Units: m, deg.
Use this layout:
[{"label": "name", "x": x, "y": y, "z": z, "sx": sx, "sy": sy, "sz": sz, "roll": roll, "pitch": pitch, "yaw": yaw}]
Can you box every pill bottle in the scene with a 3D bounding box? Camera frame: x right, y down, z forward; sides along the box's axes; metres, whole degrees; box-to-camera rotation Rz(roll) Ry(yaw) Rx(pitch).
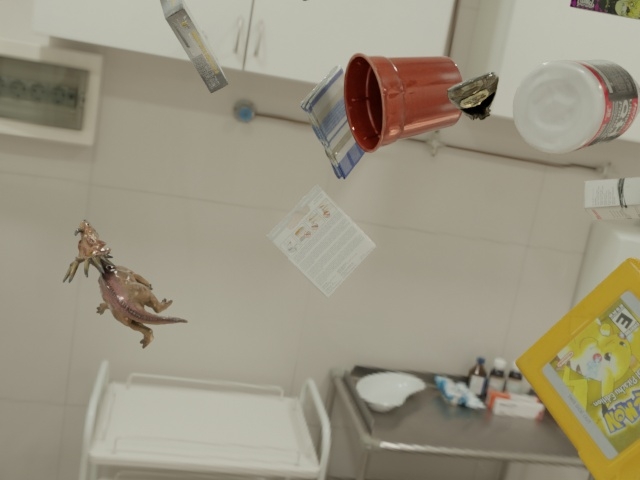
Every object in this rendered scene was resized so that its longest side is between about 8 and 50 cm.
[{"label": "pill bottle", "x": 0.536, "y": -0.277, "z": 1.505, "sx": 0.176, "sy": 0.176, "sz": 0.318, "roll": 18, "pitch": 23, "yaw": 36}]

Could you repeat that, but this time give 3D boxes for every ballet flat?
[{"label": "ballet flat", "x": 0.255, "y": -0.230, "z": 1.217, "sx": 0.084, "sy": 0.058, "sz": 0.250, "roll": -17, "pitch": 1, "yaw": 13}]

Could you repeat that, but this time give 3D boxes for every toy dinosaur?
[{"label": "toy dinosaur", "x": -0.415, "y": 0.102, "z": 1.525, "sx": 0.295, "sy": 0.127, "sz": 0.200, "roll": 34, "pitch": -17, "yaw": 31}]

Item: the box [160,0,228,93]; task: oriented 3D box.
[{"label": "box", "x": -0.328, "y": -0.518, "z": 1.919, "sx": 0.056, "sy": 0.231, "sz": 0.183, "roll": -29, "pitch": 37, "yaw": 2}]

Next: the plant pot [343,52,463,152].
[{"label": "plant pot", "x": 0.237, "y": -0.399, "z": 2.068, "sx": 0.265, "sy": 0.273, "sz": 0.272, "roll": -12, "pitch": 18, "yaw": -18}]

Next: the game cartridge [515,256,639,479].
[{"label": "game cartridge", "x": 0.502, "y": 0.237, "z": 1.189, "sx": 0.052, "sy": 0.285, "sz": 0.324, "roll": 13, "pitch": 36, "yaw": -42}]

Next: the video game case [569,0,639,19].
[{"label": "video game case", "x": 0.646, "y": -0.454, "z": 1.448, "sx": 0.232, "sy": 0.042, "sz": 0.210, "roll": -3, "pitch": 24, "yaw": -21}]

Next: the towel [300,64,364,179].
[{"label": "towel", "x": 0.055, "y": -0.349, "z": 2.203, "sx": 0.034, "sy": 0.285, "sz": 0.209, "roll": 6, "pitch": 48, "yaw": 41}]

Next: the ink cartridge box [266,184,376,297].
[{"label": "ink cartridge box", "x": 0.000, "y": 0.000, "z": 1.814, "sx": 0.225, "sy": 0.181, "sz": 0.056, "roll": 45, "pitch": -4, "yaw": -16}]

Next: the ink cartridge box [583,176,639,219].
[{"label": "ink cartridge box", "x": 0.851, "y": -0.116, "z": 2.068, "sx": 0.203, "sy": 0.086, "sz": 0.148, "roll": -2, "pitch": -13, "yaw": 31}]
